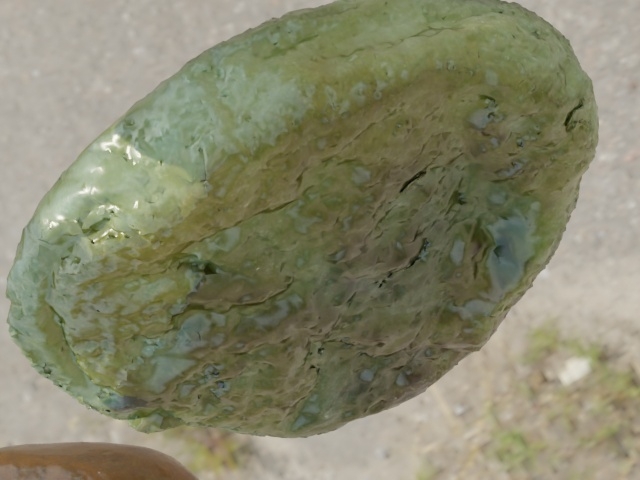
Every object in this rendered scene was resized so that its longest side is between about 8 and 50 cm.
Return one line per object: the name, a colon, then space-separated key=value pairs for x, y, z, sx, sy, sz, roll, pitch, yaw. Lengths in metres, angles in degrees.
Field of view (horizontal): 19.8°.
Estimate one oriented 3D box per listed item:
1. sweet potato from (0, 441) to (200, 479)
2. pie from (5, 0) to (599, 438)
sweet potato: x=-0.133 y=0.193 z=1.254 sx=0.359 sy=0.112 sz=0.112 roll=15 pitch=131 yaw=-8
pie: x=0.000 y=0.000 z=0.813 sx=0.078 sy=0.277 sz=0.277 roll=58 pitch=142 yaw=33
